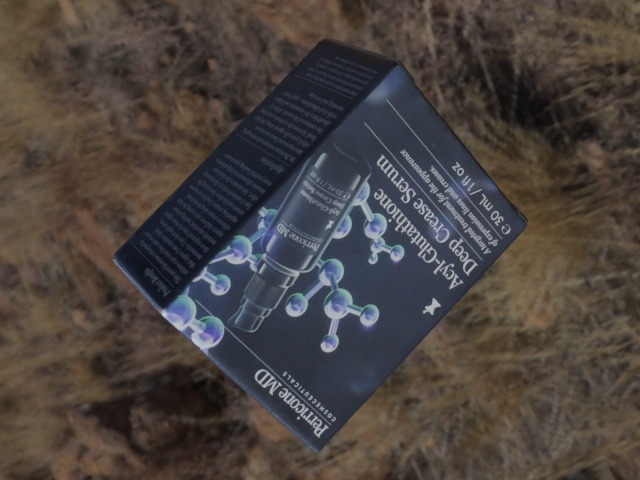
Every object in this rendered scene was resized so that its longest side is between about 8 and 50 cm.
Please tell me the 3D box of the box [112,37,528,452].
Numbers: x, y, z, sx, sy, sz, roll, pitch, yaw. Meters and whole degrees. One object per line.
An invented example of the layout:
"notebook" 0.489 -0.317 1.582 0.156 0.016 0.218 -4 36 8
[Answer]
"box" 0.000 0.000 1.435 0.293 0.395 0.212 46 175 -30
